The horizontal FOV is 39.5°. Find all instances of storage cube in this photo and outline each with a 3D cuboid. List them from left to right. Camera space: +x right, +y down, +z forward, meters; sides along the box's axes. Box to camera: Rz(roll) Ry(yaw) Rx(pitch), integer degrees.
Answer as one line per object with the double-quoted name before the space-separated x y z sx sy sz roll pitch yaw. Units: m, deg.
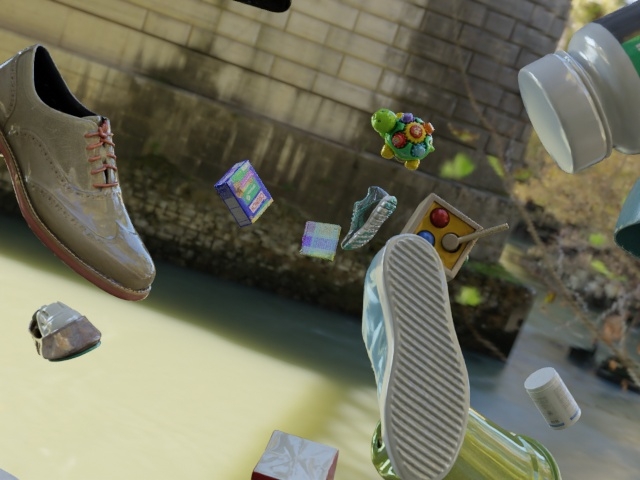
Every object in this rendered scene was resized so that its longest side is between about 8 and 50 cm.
"storage cube" -0.076 0.643 2.322 0.215 0.193 0.183 16 28 10

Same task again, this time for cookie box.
"cookie box" -0.159 -0.098 1.860 0.040 0.107 0.092 -12 28 39

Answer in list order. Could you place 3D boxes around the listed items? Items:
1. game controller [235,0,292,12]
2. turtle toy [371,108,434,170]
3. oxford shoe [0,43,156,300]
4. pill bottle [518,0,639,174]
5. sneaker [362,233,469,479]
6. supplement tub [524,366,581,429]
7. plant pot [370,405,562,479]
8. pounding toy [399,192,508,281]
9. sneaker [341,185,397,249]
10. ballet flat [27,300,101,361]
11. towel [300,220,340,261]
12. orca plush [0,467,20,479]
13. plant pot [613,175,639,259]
"game controller" -0.197 -0.539 1.717 0.319 0.166 0.067 21 52 18
"turtle toy" 0.149 -0.192 1.605 0.130 0.095 0.066 25 -20 -8
"oxford shoe" -0.299 -0.085 1.091 0.348 0.130 0.123 53 18 5
"pill bottle" 0.484 -0.247 1.270 0.204 0.361 0.204 63 3 -6
"sneaker" 0.134 0.183 1.344 0.135 0.366 0.150 4 -17 -13
"supplement tub" 0.456 0.311 1.748 0.107 0.071 0.071 57 5 -11
"plant pot" 0.229 0.390 1.531 0.254 0.276 0.276 45 -2 -28
"pounding toy" 0.221 -0.003 1.539 0.141 0.130 0.100 34 -17 -2
"sneaker" 0.097 -0.051 1.987 0.076 0.166 0.065 49 18 27
"ballet flat" -0.509 0.174 1.716 0.107 0.106 0.316 -29 8 -30
"towel" 0.000 0.000 1.500 0.060 0.009 0.083 10 48 2
"orca plush" -0.741 0.484 1.768 0.287 0.102 0.151 21 -2 -17
"plant pot" 0.681 -0.075 1.572 0.290 0.195 0.290 13 -14 3
